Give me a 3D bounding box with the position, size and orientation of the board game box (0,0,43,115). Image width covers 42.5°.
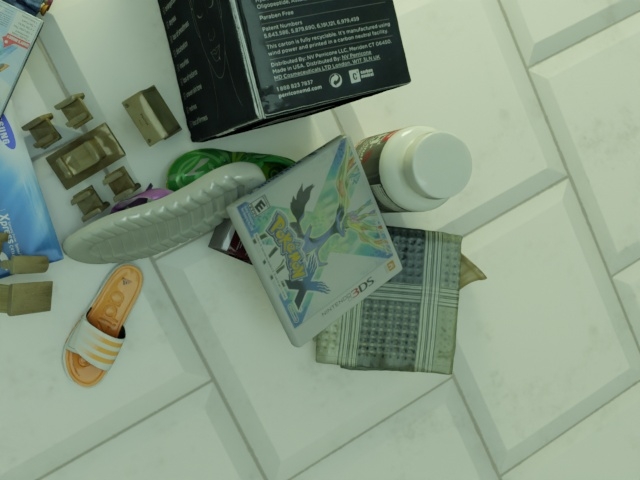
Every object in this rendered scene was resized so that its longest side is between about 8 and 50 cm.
[{"bbox_3d":[-0.693,-0.309,1.420,0.319,0.066,0.317,25,94,-19],"label":"board game box"}]

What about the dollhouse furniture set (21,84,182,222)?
[{"bbox_3d":[-0.413,-0.195,1.620,0.242,0.161,0.212,-30,102,6],"label":"dollhouse furniture set"}]

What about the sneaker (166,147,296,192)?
[{"bbox_3d":[-0.168,-0.140,1.692,0.296,0.123,0.109,-5,94,-19],"label":"sneaker"}]

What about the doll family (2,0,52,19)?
[{"bbox_3d":[-0.605,-0.433,1.527,0.163,0.118,0.262,27,83,-18],"label":"doll family"}]

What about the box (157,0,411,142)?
[{"bbox_3d":[-0.109,-0.455,1.514,0.298,0.480,0.471,-17,98,-20],"label":"box"}]

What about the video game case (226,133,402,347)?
[{"bbox_3d":[0.000,0.000,1.648,0.300,0.036,0.328,-35,115,-25],"label":"video game case"}]

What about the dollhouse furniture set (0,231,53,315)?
[{"bbox_3d":[-0.592,0.055,1.520,0.151,0.123,0.144,5,91,15],"label":"dollhouse furniture set"}]

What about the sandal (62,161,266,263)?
[{"bbox_3d":[-0.306,-0.063,1.619,0.417,0.169,0.102,-21,62,2],"label":"sandal"}]

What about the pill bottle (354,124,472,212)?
[{"bbox_3d":[0.180,-0.146,1.713,0.176,0.318,0.176,0,91,-20],"label":"pill bottle"}]

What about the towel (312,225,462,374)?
[{"bbox_3d":[0.147,0.130,1.809,0.312,0.056,0.324,6,86,-1],"label":"towel"}]

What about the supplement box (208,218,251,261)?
[{"bbox_3d":[-0.102,0.028,1.719,0.240,0.130,0.073,23,84,-18],"label":"supplement box"}]

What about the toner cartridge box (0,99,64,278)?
[{"bbox_3d":[-0.620,-0.104,1.557,0.165,0.075,0.347,-20,99,-18],"label":"toner cartridge box"}]

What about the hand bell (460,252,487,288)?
[{"bbox_3d":[0.252,0.133,1.881,0.126,0.126,0.242,42,92,-16],"label":"hand bell"}]

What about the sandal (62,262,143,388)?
[{"bbox_3d":[-0.430,0.166,1.634,0.102,0.076,0.265,25,84,-19],"label":"sandal"}]
